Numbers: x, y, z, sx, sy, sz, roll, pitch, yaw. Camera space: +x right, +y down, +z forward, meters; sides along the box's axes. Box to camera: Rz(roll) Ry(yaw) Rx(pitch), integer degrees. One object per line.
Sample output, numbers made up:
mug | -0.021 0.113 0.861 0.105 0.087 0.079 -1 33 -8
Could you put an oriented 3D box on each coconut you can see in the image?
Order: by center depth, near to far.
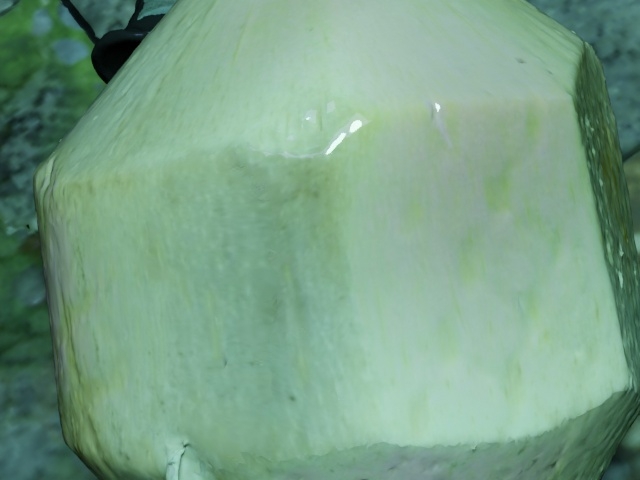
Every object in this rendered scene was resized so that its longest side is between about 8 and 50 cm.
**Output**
coconut | 0.000 0.000 0.549 0.197 0.237 0.237 -13 54 -36

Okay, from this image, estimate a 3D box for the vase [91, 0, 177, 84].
vase | -0.055 -0.142 0.721 0.059 0.059 0.167 8 63 13
